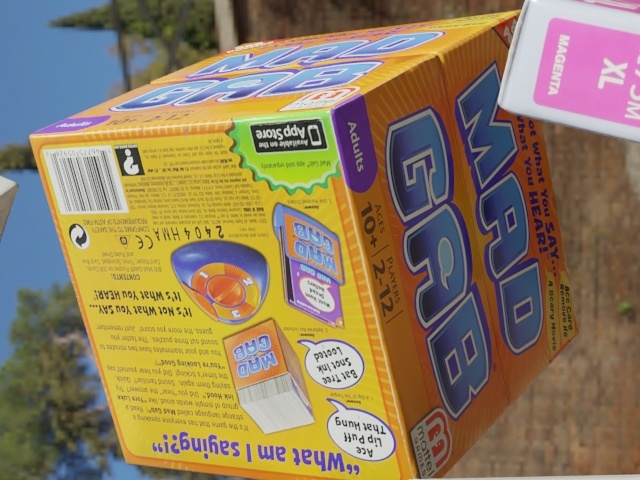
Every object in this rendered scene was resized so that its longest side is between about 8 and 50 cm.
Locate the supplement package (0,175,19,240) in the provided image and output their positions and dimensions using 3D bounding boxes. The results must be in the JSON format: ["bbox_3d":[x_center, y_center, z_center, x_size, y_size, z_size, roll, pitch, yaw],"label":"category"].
[{"bbox_3d":[-0.194,0.028,0.446,0.179,0.105,0.105,-67,-1,-71],"label":"supplement package"}]

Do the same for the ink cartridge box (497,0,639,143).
[{"bbox_3d":[0.257,-0.060,0.604,0.186,0.311,0.065,-28,-47,-65],"label":"ink cartridge box"}]

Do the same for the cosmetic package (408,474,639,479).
[{"bbox_3d":[0.257,0.261,0.942,0.197,0.365,0.155,-142,52,-77],"label":"cosmetic package"}]

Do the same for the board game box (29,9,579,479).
[{"bbox_3d":[0.000,0.000,1.310,0.356,0.356,0.356,-33,-64,-50],"label":"board game box"}]
